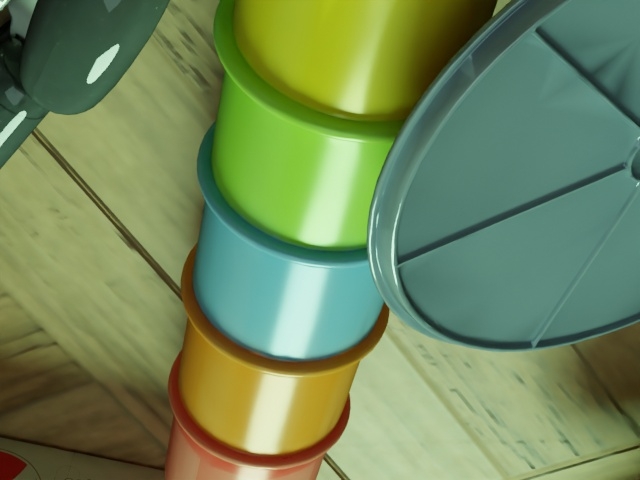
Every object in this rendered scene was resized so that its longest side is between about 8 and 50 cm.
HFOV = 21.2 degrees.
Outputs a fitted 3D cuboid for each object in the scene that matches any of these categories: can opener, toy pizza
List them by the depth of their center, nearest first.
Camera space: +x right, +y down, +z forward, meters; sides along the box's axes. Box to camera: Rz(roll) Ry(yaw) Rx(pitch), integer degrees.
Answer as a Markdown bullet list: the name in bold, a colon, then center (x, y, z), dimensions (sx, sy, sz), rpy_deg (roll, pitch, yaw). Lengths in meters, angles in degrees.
- **toy pizza**: center (0.103, -0.039, 0.549), dimensions (0.201, 0.032, 0.201), rpy_deg (-19, 144, -14)
- **can opener**: center (-0.130, -0.049, 0.585), dimensions (0.076, 0.095, 0.283), rpy_deg (34, 123, -19)

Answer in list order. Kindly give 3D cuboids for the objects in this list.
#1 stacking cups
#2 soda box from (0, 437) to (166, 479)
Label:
- **stacking cups**: center (0.000, 0.000, 0.616), dimensions (0.096, 0.096, 0.316), rpy_deg (11, 136, 0)
- **soda box**: center (-0.123, 0.143, 0.783), dimensions (0.216, 0.069, 0.074), rpy_deg (11, 133, -2)
